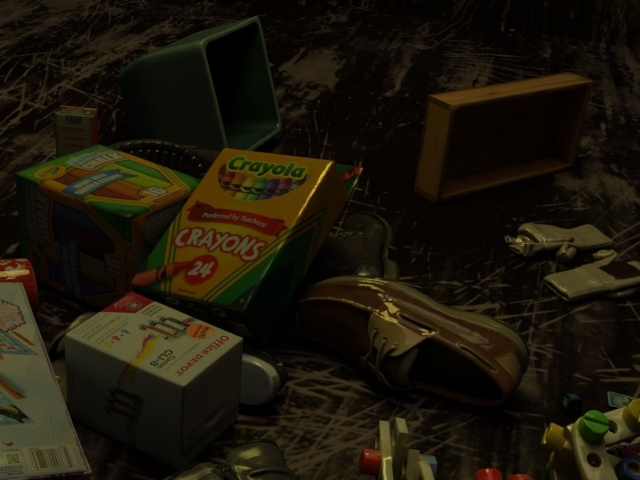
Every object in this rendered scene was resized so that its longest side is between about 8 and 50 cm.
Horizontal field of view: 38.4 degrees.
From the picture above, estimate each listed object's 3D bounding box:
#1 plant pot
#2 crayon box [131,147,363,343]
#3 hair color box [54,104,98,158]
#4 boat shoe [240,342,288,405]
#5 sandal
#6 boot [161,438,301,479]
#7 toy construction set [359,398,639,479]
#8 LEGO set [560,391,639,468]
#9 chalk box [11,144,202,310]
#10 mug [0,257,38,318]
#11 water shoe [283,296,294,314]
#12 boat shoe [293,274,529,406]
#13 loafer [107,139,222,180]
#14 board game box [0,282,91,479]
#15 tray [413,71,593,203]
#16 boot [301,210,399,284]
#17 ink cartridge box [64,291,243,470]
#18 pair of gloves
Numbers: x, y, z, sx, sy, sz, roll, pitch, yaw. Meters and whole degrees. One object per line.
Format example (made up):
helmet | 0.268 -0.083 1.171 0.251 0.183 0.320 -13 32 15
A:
plant pot | -0.261 -0.297 1.876 0.252 0.248 0.247 -2 23 25
crayon box | -0.098 -0.022 1.300 0.202 0.081 0.318 9 54 32
hair color box | -0.447 -0.173 1.692 0.072 0.141 0.043 6 28 -1
boat shoe | -0.146 0.151 1.216 0.228 0.080 0.076 14 11 21
sandal | -0.325 0.150 1.191 0.090 0.060 0.219 12 28 12
boot | -0.121 0.320 0.888 0.338 0.118 0.223 -12 25 -40
toy construction set | 0.203 0.265 0.982 0.328 0.151 0.215 0 52 5
LEGO set | 0.428 0.261 1.174 0.244 0.060 0.182 14 16 11
chalk box | -0.339 -0.028 1.399 0.289 0.179 0.180 20 30 25
mug | -0.471 0.084 1.236 0.169 0.113 0.150 -7 21 -31
water shoe | -0.077 0.081 1.388 0.080 0.073 0.203 39 30 1
boat shoe | 0.116 0.138 1.242 0.324 0.122 0.120 13 31 14
loafer | -0.225 -0.101 1.648 0.366 0.134 0.130 7 3 -20
board game box | -0.449 0.164 0.995 0.319 0.066 0.318 5 35 -36
tray | 0.375 -0.216 1.873 0.411 0.203 0.076 -15 33 -35
boot | 0.000 0.000 1.433 0.229 0.091 0.263 20 25 -20
ink cartridge box | -0.199 0.166 1.113 0.176 0.127 0.128 19 30 22
pair of gloves | 0.453 0.026 1.604 0.204 0.042 0.240 -4 28 -17
